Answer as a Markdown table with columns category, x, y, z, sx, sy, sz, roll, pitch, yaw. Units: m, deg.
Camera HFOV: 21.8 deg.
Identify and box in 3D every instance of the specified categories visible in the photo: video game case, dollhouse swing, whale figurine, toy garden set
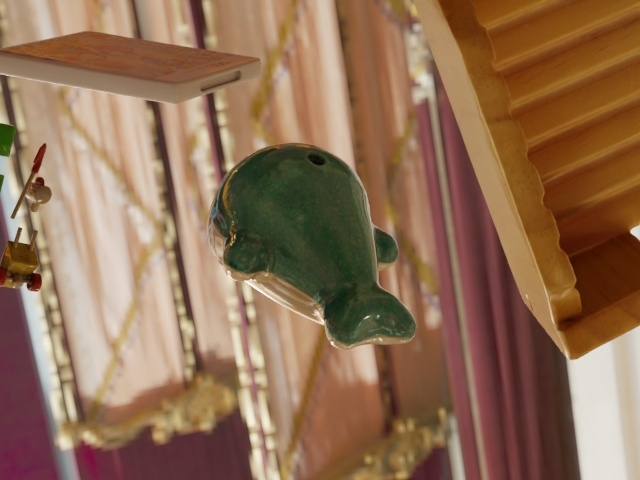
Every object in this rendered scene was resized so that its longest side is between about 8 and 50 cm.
| category | x | y | z | sx | sy | sz | roll | pitch | yaw |
| --- | --- | --- | --- | --- | --- | --- | --- | --- | --- |
| video game case | -0.208 | -0.190 | 1.787 | 0.227 | 0.026 | 0.206 | 11 | -163 | 20 |
| dollhouse swing | 0.269 | -0.137 | 1.411 | 0.305 | 0.346 | 0.315 | -20 | -169 | 1 |
| whale figurine | 0.000 | 0.000 | 1.712 | 0.216 | 0.141 | 0.272 | -2 | -144 | -34 |
| toy garden set | -0.457 | -0.041 | 2.256 | 0.204 | 0.244 | 0.049 | 11 | -174 | -39 |
